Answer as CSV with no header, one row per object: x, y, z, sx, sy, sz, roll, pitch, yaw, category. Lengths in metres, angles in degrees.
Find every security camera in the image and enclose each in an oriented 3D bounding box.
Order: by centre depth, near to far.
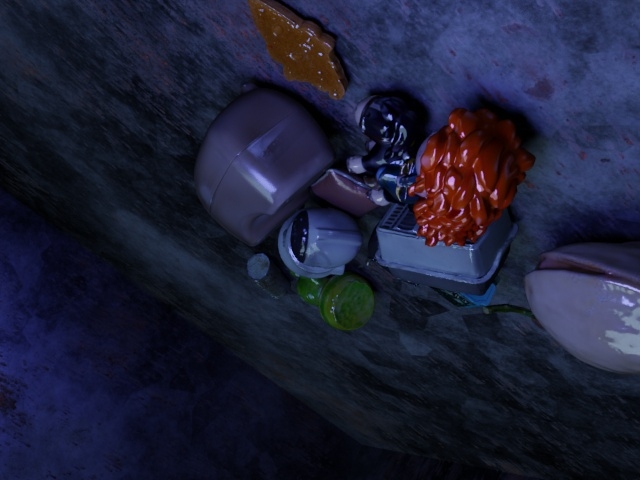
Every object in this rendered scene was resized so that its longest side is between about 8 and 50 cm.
0.000,0.000,1.879,0.191,0.197,0.277,8,175,-12,security camera

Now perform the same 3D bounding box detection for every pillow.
0.070,-0.124,1.803,0.171,0.075,0.179,29,159,-12,pillow

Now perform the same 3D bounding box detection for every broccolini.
0.513,0.180,1.820,0.239,0.054,0.051,8,121,-26,broccolini

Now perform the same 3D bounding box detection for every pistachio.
0.631,0.136,1.486,0.365,0.281,0.445,33,171,-29,pistachio

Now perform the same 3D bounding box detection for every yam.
-0.178,0.136,2.556,0.107,0.107,0.183,6,149,42,yam

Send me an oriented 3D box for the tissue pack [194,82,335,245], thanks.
-0.156,-0.179,1.710,0.277,0.267,0.387,44,156,3,tissue pack

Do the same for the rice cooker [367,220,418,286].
0.220,0.033,1.889,0.203,0.118,0.142,33,157,6,rice cooker

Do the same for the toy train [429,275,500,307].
0.352,0.078,1.794,0.198,0.154,0.107,35,158,-14,toy train

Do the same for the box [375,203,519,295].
0.283,-0.002,1.640,0.290,0.220,0.166,12,136,34,box

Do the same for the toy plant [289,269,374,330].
0.029,0.172,2.356,0.316,0.184,0.224,23,156,54,toy plant

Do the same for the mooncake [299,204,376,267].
0.039,-0.013,2.076,0.347,0.057,0.150,44,164,-34,mooncake

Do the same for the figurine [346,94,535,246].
0.220,-0.152,1.449,0.412,0.241,0.306,32,136,40,figurine

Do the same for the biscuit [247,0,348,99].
-0.045,-0.392,1.454,0.280,0.043,0.183,46,148,-22,biscuit
